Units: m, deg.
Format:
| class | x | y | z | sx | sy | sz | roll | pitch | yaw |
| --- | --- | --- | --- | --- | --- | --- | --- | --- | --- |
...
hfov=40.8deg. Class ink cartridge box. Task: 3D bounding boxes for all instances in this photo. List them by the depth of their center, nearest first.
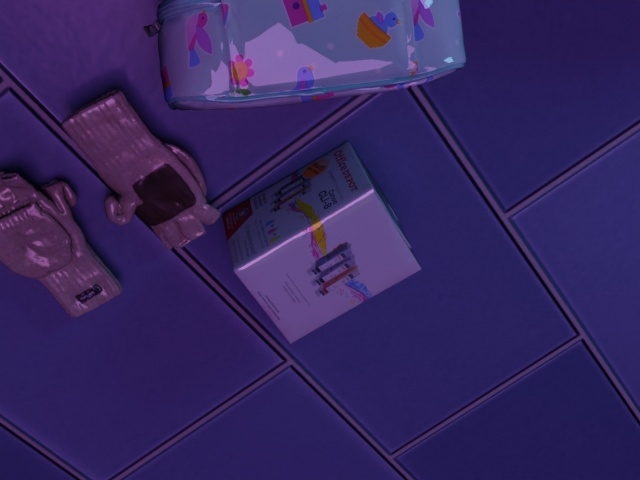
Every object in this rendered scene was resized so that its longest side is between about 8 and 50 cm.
| class | x | y | z | sx | sy | sz | roll | pitch | yaw |
| --- | --- | --- | --- | --- | --- | --- | --- | --- | --- |
| ink cartridge box | 0.000 | 0.000 | 0.975 | 0.176 | 0.128 | 0.127 | -30 | 122 | 6 |

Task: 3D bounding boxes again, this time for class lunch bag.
| class | x | y | z | sx | sy | sz | roll | pitch | yaw |
| --- | --- | --- | --- | --- | --- | --- | --- | --- | --- |
| lunch bag | -0.022 | -0.186 | 0.807 | 0.279 | 0.224 | 0.108 | -8 | 102 | -7 |

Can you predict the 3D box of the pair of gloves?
| class | x | y | z | sx | sy | sz | roll | pitch | yaw |
| --- | --- | --- | --- | --- | --- | --- | --- | --- | --- |
| pair of gloves | -0.248 | -0.038 | 0.951 | 0.240 | 0.042 | 0.204 | -34 | 125 | 12 |
